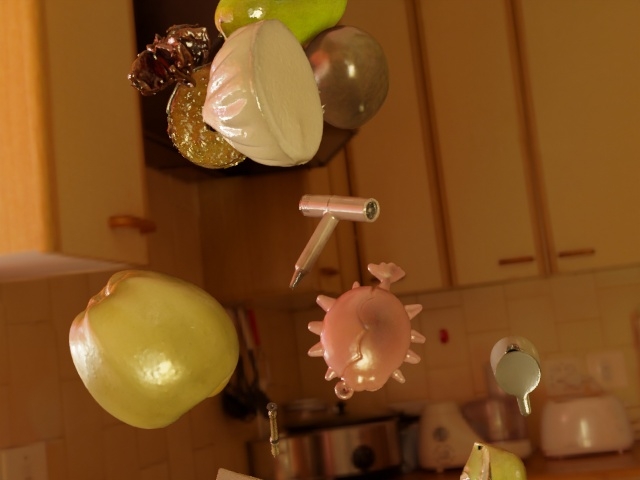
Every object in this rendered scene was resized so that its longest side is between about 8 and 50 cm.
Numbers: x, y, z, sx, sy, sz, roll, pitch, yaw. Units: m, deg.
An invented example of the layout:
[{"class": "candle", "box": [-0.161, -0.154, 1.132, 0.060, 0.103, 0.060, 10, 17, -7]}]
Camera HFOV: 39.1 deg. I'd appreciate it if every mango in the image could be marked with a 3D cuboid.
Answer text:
[{"class": "mango", "box": [-0.083, -0.491, 1.946, 0.293, 0.143, 0.175, -15, -42, -11]}]

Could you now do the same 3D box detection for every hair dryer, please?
[{"class": "hair dryer", "box": [0.007, 0.004, 1.895, 0.195, 0.220, 0.053, 5, -24, 44]}]

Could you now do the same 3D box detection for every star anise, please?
[{"class": "star anise", "box": [-0.313, -0.365, 1.868, 0.190, 0.126, 0.220, -6, 36, 31]}]

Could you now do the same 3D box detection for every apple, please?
[{"class": "apple", "box": [0.458, 0.636, 2.357, 0.174, 0.188, 0.207, 22, 3, 21]}, {"class": "apple", "box": [-0.198, 0.130, 1.078, 0.200, 0.200, 0.200, -7, -7, -1]}]

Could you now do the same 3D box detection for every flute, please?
[{"class": "flute", "box": [-0.116, 0.475, 2.251, 0.027, 0.027, 0.233, -6, -41, -5]}]

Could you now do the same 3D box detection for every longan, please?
[{"class": "longan", "box": [0.052, -0.346, 1.897, 0.196, 0.196, 0.220, -8, -49, 11]}]

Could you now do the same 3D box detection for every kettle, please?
[{"class": "kettle", "box": [0.383, 0.260, 1.776, 0.098, 0.127, 0.148, 20, 7, 7]}]

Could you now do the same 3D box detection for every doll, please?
[{"class": "doll", "box": [0.085, 0.159, 1.603, 0.211, 0.262, 0.093, 16, -19, -4]}]

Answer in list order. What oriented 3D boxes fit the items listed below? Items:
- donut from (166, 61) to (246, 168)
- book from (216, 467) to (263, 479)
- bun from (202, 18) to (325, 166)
[{"class": "donut", "box": [-0.264, -0.320, 2.341, 0.272, 0.272, 0.107, -8, 3, 8]}, {"class": "book", "box": [-0.107, 0.417, 1.237, 0.127, 0.182, 0.014, 13, -9, 18]}, {"class": "bun", "box": [-0.121, -0.243, 1.578, 0.175, 0.263, 0.263, -13, -9, 23]}]
